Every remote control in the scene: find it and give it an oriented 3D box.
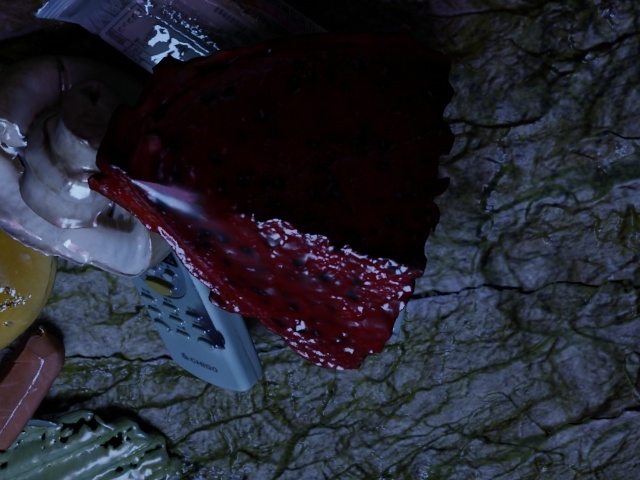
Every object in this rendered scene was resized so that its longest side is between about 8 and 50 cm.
[{"bbox_3d":[-0.159,0.053,1.914,0.140,0.056,0.296,21,144,38],"label":"remote control"}]

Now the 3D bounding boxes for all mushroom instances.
[{"bbox_3d":[-0.231,-0.101,1.715,0.254,0.189,0.195,28,140,-3],"label":"mushroom"}]

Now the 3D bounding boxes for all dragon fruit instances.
[{"bbox_3d":[-0.053,-0.065,1.658,0.329,0.286,0.228,13,151,-5],"label":"dragon fruit"}]

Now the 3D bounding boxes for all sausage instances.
[{"bbox_3d":[-0.360,0.172,2.047,0.065,0.065,0.169,28,110,-20],"label":"sausage"}]

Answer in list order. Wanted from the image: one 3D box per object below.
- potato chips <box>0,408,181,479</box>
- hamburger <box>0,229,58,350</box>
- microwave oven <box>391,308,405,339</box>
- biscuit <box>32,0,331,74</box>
[{"bbox_3d":[-0.370,0.367,2.212,0.389,0.097,0.373,-3,115,10],"label":"potato chips"},{"bbox_3d":[-0.441,-0.003,1.842,0.284,0.174,0.304,-37,123,24],"label":"hamburger"},{"bbox_3d":[0.000,0.000,1.820,0.208,0.162,0.122,11,132,0],"label":"microwave oven"},{"bbox_3d":[-0.105,-0.210,1.688,0.309,0.079,0.186,32,124,-22],"label":"biscuit"}]
